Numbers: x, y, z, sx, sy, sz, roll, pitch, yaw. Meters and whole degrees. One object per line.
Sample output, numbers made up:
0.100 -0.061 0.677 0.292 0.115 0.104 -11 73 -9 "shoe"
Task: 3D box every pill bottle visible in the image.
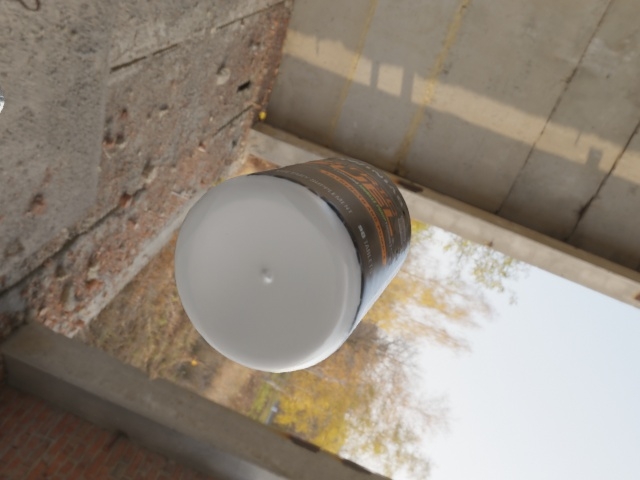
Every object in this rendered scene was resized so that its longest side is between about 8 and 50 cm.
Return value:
0.000 0.000 0.469 0.130 0.130 0.245 -69 168 17 "pill bottle"

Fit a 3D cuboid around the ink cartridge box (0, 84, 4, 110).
-0.421 -0.208 0.491 0.211 0.289 0.121 1 149 -48 "ink cartridge box"
